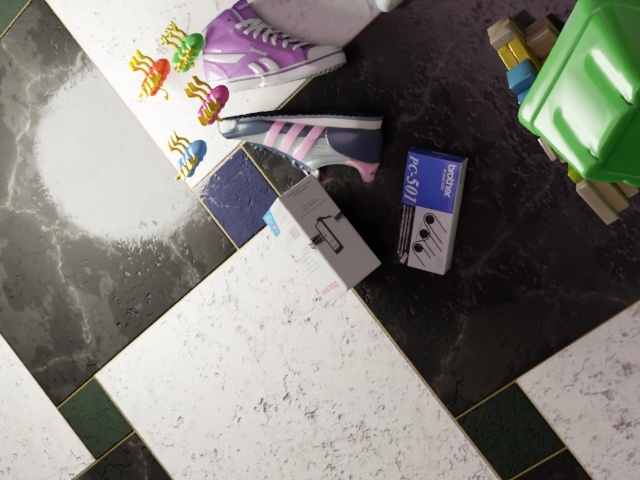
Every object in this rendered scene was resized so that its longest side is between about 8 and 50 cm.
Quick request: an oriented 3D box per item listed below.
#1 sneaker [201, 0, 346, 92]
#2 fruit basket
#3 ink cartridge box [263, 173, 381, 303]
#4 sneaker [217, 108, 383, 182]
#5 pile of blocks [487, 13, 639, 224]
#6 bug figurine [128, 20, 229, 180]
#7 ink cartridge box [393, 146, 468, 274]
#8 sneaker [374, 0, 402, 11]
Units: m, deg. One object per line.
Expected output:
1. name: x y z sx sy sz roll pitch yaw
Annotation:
1. sneaker: -0.095 -0.350 1.910 0.282 0.102 0.161 -4 101 27
2. fruit basket: 0.488 -0.261 1.560 0.392 0.392 0.283 34 132 13
3. ink cartridge box: 0.000 0.000 1.943 0.203 0.086 0.148 52 161 1
4. sneaker: -0.042 -0.166 1.934 0.319 0.112 0.131 5 105 26
5. pile of blocks: 0.395 -0.207 1.686 0.112 0.149 0.362 -34 89 30
6. bug figurine: -0.246 -0.254 1.966 0.216 0.072 0.279 -46 60 42
7. ink cartridge box: 0.190 -0.051 1.895 0.097 0.046 0.207 15 112 20
8. sneaker: 0.176 -0.446 1.755 0.092 0.087 0.229 48 122 3
